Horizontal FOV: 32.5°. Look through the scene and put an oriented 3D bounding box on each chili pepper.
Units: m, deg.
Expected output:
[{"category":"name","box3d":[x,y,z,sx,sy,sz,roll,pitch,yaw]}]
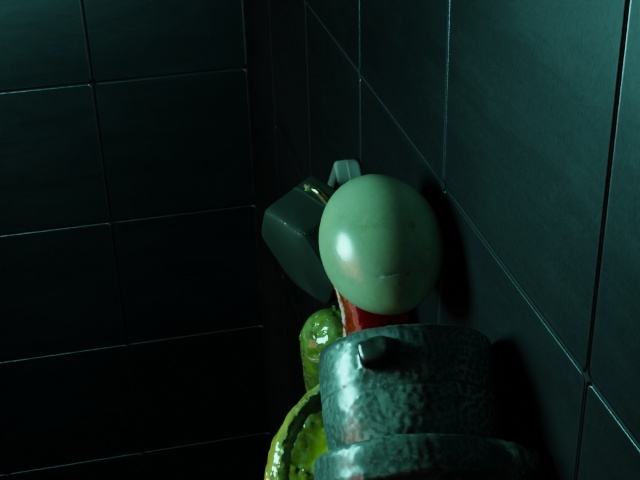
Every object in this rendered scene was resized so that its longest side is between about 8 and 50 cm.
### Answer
[{"category":"chili pepper","box3d":[0.070,0.030,1.924,0.131,0.135,0.338,110,148,-74]}]

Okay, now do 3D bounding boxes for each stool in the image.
[{"category":"stool","box3d":[0.000,0.000,2.115,0.232,0.141,0.232,45,159,22]}]

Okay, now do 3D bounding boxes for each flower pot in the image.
[{"category":"flower pot","box3d":[0.136,0.269,1.433,0.299,0.299,0.282,107,162,-66]}]

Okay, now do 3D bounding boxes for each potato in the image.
[{"category":"potato","box3d":[0.030,0.263,2.335,0.298,0.141,0.176,84,-175,-50]}]

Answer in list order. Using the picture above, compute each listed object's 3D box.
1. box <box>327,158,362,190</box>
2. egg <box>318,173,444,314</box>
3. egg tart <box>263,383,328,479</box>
[{"category":"box","box3d":[0.044,-0.073,2.236,0.243,0.055,0.103,108,153,-68]},{"category":"egg","box3d":[0.092,0.006,1.657,0.186,0.187,0.253,93,167,-46]},{"category":"egg tart","box3d":[0.075,0.409,1.827,0.169,0.388,0.387,-11,86,42]}]
